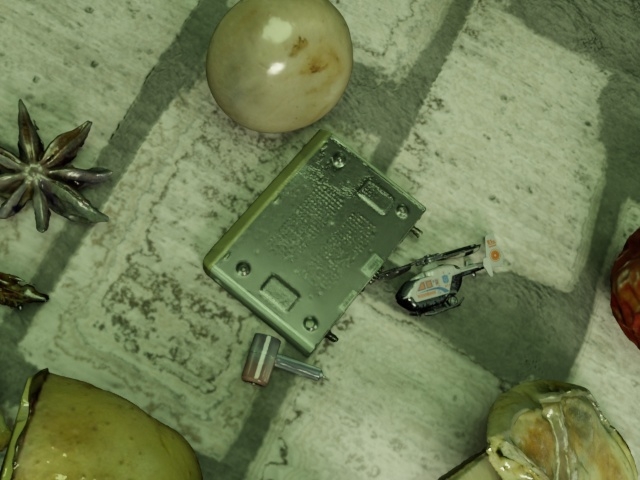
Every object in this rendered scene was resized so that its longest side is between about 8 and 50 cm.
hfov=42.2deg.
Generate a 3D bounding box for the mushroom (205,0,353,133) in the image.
[{"bbox_3d":[-0.067,-0.258,1.134,0.207,0.207,0.215,-19,43,-17],"label":"mushroom"}]

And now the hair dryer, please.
[{"bbox_3d":[-0.041,0.167,1.074,0.114,0.037,0.063,20,71,-12],"label":"hair dryer"}]

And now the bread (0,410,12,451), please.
[{"bbox_3d":[-0.544,0.211,0.927,0.279,0.315,0.248,-7,76,-56],"label":"bread"}]

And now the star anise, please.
[{"bbox_3d":[-0.363,-0.091,1.073,0.204,0.061,0.181,12,70,-8],"label":"star anise"}]

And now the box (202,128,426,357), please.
[{"bbox_3d":[0.000,0.000,1.128,0.211,0.045,0.270,40,69,4],"label":"box"}]

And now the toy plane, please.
[{"bbox_3d":[0.173,0.051,1.134,0.197,0.053,0.078,-19,91,-20],"label":"toy plane"}]

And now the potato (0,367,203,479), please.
[{"bbox_3d":[-0.247,0.294,0.900,0.242,0.242,0.285,12,56,-8],"label":"potato"}]

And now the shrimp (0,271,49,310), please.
[{"bbox_3d":[-0.440,0.099,1.010,0.195,0.035,0.148,11,69,-4],"label":"shrimp"}]

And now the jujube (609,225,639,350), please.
[{"bbox_3d":[0.559,0.119,1.135,0.342,0.216,0.216,40,69,-10],"label":"jujube"}]

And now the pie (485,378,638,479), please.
[{"bbox_3d":[0.301,0.332,1.016,0.337,0.075,0.337,17,65,-41],"label":"pie"}]

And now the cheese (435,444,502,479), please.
[{"bbox_3d":[0.157,0.301,0.942,0.400,0.034,0.085,-7,75,-57],"label":"cheese"}]
